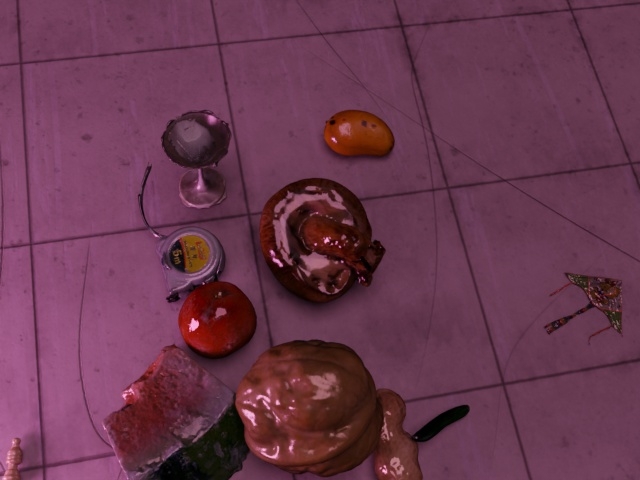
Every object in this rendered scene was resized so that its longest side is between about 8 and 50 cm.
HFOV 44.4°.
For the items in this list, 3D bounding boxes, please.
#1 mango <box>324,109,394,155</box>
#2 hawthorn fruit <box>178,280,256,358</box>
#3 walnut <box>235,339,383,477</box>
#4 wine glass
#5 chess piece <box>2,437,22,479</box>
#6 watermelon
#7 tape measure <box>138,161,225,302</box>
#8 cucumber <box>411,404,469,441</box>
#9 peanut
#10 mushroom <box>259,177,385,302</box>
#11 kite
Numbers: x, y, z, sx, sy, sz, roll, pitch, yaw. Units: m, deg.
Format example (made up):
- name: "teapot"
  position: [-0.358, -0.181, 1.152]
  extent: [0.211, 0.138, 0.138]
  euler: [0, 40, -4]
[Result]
- name: "mango"
  position: [0.096, -0.266, 1.938]
  extent: [0.178, 0.090, 0.115]
  euler: [0, 77, -10]
- name: "hawthorn fruit"
  position: [-0.221, 0.168, 1.673]
  extent: [0.172, 0.173, 0.173]
  euler: [2, 66, -5]
- name: "walnut"
  position: [-0.020, 0.328, 1.555]
  extent: [0.276, 0.253, 0.282]
  euler: [-7, 102, 24]
- name: "wine glass"
  position: [-0.275, -0.172, 1.780]
  extent: [0.156, 0.232, 0.156]
  euler: [2, 65, -4]
- name: "chess piece"
  position: [-0.621, 0.446, 1.585]
  extent: [0.035, 0.035, 0.092]
  euler: [0, 63, -6]
- name: "watermelon"
  position: [-0.296, 0.376, 1.583]
  extent: [0.264, 0.151, 0.302]
  euler: [-41, 77, -20]
- name: "tape measure"
  position: [-0.319, -0.028, 1.794]
  extent: [0.164, 0.084, 0.330]
  euler: [-12, 67, -13]
- name: "cucumber"
  position: [0.256, 0.390, 1.674]
  extent: [0.184, 0.036, 0.033]
  euler: [-21, 99, -38]
- name: "peanut"
  position: [0.151, 0.422, 1.649]
  extent: [0.104, 0.086, 0.228]
  euler: [-5, 65, -22]
- name: "mushroom"
  position: [0.007, 0.008, 1.751]
  extent: [0.283, 0.195, 0.263]
  euler: [30, 74, 25]
- name: "kite"
  position: [0.632, 0.161, 1.854]
  extent: [0.244, 0.006, 0.198]
  euler: [-31, 73, -18]
